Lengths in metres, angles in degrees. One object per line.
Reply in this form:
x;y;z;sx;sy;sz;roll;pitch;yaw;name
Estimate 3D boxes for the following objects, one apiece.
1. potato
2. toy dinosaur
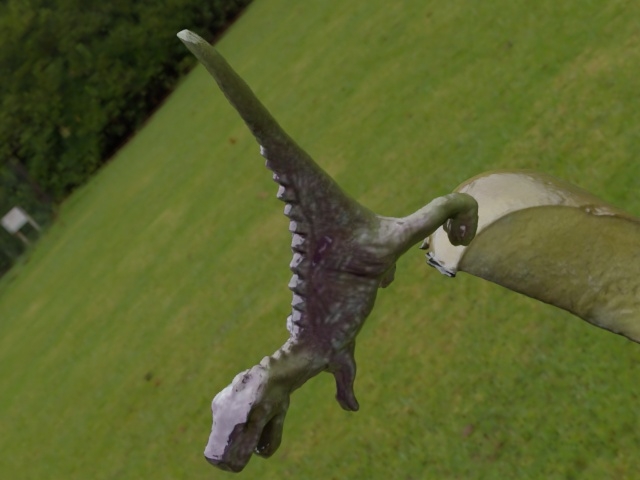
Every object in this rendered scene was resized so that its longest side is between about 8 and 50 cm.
0.203;0.009;0.874;0.138;0.243;0.098;-113;47;-74;potato
0.003;0.003;0.623;0.199;0.072;0.251;-17;-51;-43;toy dinosaur
